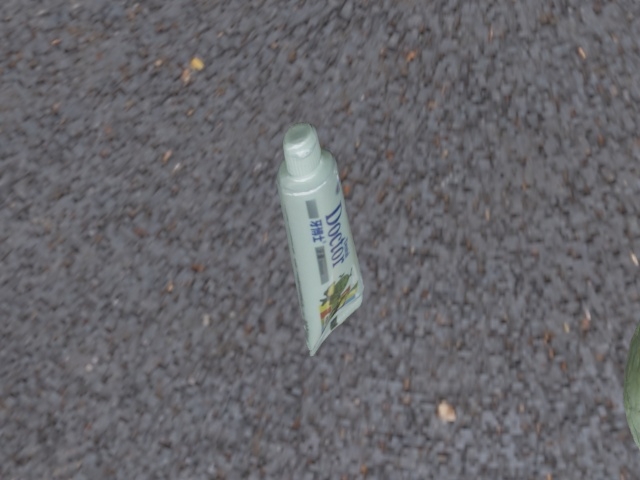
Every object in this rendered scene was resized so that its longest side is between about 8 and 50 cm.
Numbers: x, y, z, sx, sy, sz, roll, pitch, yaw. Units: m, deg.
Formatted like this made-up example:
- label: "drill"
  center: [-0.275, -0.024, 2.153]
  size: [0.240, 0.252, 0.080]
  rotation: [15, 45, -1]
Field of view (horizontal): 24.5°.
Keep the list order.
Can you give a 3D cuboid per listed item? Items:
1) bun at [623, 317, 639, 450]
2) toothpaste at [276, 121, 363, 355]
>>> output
- label: "bun"
  center: [0.375, 0.126, 1.398]
  size: [0.108, 0.221, 0.221]
  rotation: [10, 114, -39]
- label: "toothpaste"
  center: [0.000, 0.000, 1.041]
  size: [0.037, 0.255, 0.067]
  rotation: [31, 66, 23]
